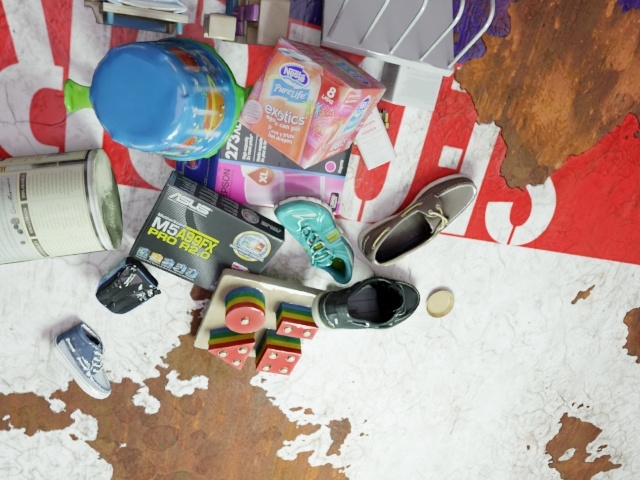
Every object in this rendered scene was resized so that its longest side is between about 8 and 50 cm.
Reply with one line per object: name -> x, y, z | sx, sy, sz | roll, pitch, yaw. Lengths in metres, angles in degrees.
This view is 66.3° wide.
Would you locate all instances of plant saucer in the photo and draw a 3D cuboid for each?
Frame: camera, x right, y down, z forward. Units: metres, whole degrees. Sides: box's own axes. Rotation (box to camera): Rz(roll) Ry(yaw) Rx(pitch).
plant saucer -> 0.321, 0.170, 1.325 | 0.083, 0.015, 0.084 | -5, 113, -12

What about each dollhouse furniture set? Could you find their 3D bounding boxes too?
dollhouse furniture set -> -0.234, -0.443, 0.801 | 0.303, 0.286, 0.198 | -2, 112, -24

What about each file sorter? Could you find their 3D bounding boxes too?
file sorter -> 0.160, -0.461, 0.906 | 0.277, 0.173, 0.193 | 7, 75, -16

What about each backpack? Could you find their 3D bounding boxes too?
backpack -> -0.429, 0.101, 1.083 | 0.114, 0.084, 0.105 | -36, 116, -1

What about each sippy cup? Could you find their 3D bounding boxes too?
sippy cup -> -0.280, -0.250, 0.871 | 0.305, 0.224, 0.240 | -32, 100, 11

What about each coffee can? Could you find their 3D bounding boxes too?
coffee can -> -0.542, -0.061, 0.927 | 0.275, 0.201, 0.202 | -8, 113, -10

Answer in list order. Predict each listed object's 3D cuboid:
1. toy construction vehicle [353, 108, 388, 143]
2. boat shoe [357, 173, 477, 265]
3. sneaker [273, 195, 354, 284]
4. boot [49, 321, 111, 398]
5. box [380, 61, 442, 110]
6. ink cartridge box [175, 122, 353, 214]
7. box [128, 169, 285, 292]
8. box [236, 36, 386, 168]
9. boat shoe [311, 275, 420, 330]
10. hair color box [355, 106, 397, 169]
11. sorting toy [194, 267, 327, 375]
toy construction vehicle -> 0.110, -0.261, 1.092 | 0.085, 0.035, 0.098 | 0, 111, -13
boat shoe -> 0.245, -0.045, 1.176 | 0.324, 0.097, 0.117 | -31, 115, 0
sneaker -> 0.000, 0.000, 1.087 | 0.106, 0.110, 0.275 | -26, 134, 23
boot -> -0.531, 0.282, 1.139 | 0.086, 0.069, 0.190 | -30, 113, 3
box -> 0.190, -0.333, 1.045 | 0.101, 0.101, 0.087 | 7, 110, -16
ink cartridge box -> -0.123, -0.166, 1.064 | 0.370, 0.069, 0.176 | 6, 110, -13
box -> -0.245, 0.001, 1.066 | 0.269, 0.060, 0.216 | 27, 122, -22
box -> 0.000, -0.250, 0.882 | 0.142, 0.300, 0.154 | 36, 113, 5
boat shoe -> 0.142, 0.144, 1.154 | 0.339, 0.113, 0.127 | 5, 72, -38
hair color box -> 0.107, -0.233, 1.065 | 0.071, 0.043, 0.141 | -22, 113, 9
sorting toy -> -0.141, 0.210, 1.146 | 0.255, 0.090, 0.257 | 15, 127, -20
